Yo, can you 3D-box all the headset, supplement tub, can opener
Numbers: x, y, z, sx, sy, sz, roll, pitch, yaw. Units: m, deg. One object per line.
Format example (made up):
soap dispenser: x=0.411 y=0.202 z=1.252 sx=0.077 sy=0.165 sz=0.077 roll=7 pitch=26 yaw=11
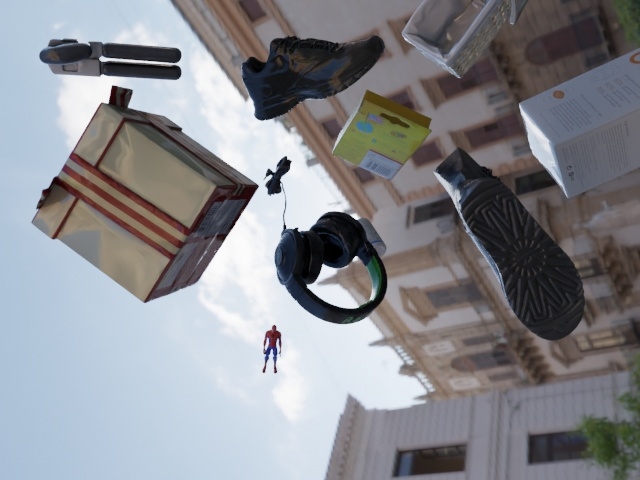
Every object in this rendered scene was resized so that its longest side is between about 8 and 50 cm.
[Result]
headset: x=0.000 y=0.000 z=1.599 sx=0.243 sy=0.185 sz=0.394 roll=-24 pitch=-113 yaw=-39
supplement tub: x=0.127 y=-0.001 z=1.921 sx=0.071 sy=0.071 sz=0.107 roll=33 pitch=-159 yaw=-50
can opener: x=-0.438 y=-0.374 z=1.484 sx=0.095 sy=0.283 sz=0.076 roll=-100 pitch=14 yaw=-63

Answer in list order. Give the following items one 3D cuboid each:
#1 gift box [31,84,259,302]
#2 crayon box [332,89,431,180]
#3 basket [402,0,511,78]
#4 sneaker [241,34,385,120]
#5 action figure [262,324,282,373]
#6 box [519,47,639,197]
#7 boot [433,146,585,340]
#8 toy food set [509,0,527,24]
gift box: x=-0.284 y=-0.079 z=1.132 sx=0.258 sy=0.255 sz=0.276 roll=35 pitch=-175 yaw=8
crayon box: x=0.175 y=-0.300 z=1.976 sx=0.202 sy=0.318 sz=0.081 roll=24 pitch=-113 yaw=-7
basket: x=0.244 y=-0.381 z=1.227 sx=0.113 sy=0.167 sz=0.103 roll=42 pitch=-169 yaw=28
sneaker: x=-0.024 y=-0.313 z=1.260 sx=0.130 sy=0.286 sz=0.109 roll=63 pitch=-152 yaw=-20
action figure: x=-0.096 y=0.216 z=1.408 sx=0.030 sy=0.038 sz=0.115 roll=-89 pitch=5 yaw=-63
box: x=0.683 y=-0.285 z=1.659 sx=0.215 sy=0.345 sz=0.168 roll=-104 pitch=-13 yaw=-51
boot: x=0.398 y=-0.013 z=1.558 sx=0.367 sy=0.146 sz=0.445 roll=59 pitch=-173 yaw=-11
toy food set: x=0.187 y=-0.460 z=0.996 sx=0.306 sy=0.092 sz=0.220 roll=30 pitch=-112 yaw=2
